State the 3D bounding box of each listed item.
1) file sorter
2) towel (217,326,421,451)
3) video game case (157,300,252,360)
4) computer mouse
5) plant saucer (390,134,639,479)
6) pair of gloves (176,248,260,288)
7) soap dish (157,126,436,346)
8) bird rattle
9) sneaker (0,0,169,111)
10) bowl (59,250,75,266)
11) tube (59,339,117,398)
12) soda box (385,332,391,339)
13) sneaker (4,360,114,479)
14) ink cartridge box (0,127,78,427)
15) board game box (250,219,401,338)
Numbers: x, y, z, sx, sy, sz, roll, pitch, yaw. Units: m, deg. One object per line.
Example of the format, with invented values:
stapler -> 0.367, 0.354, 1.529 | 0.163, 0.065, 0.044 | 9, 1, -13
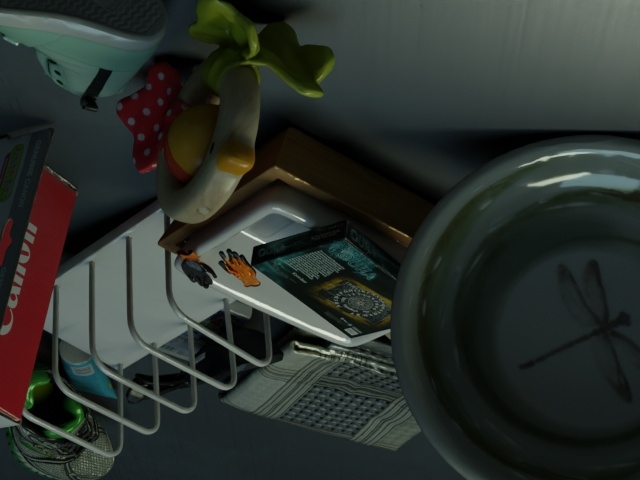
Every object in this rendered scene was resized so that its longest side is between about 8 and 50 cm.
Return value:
file sorter -> -0.216, 0.115, 1.649 | 0.278, 0.173, 0.193 | -32, 134, 25
towel -> 0.052, 0.217, 1.935 | 0.312, 0.056, 0.324 | 20, 146, -19
video game case -> -0.222, 0.096, 1.828 | 0.201, 0.023, 0.183 | 23, 146, -22
computer mouse -> -0.169, 0.166, 1.822 | 0.184, 0.060, 0.262 | -13, 175, -23
plant saucer -> 0.273, 0.093, 1.364 | 0.401, 0.400, 0.100 | 2, 160, 10
pair of gloves -> -0.112, 0.032, 1.478 | 0.083, 0.010, 0.074 | -1, 148, 18
soap dish -> 0.000, 0.000, 1.525 | 0.291, 0.118, 0.229 | 27, 144, -28
bird rattle -> -0.118, -0.114, 1.282 | 0.143, 0.206, 0.253 | 26, 140, -32
sneaker -> -0.285, -0.203, 1.277 | 0.256, 0.094, 0.151 | 18, 151, -14
bowl -> -0.361, 0.050, 1.752 | 0.142, 0.053, 0.142 | 22, 147, -23
tube -> -0.348, 0.194, 1.997 | 0.080, 0.052, 0.207 | 20, 156, 5
soda box -> 0.137, 0.116, 1.744 | 0.061, 0.058, 0.181 | -13, 144, 31
sneaker -> -0.403, 0.282, 2.024 | 0.146, 0.134, 0.343 | 21, 160, 33
ink cartridge box -> -0.391, 0.053, 1.514 | 0.272, 0.309, 0.130 | -13, 144, 31
board game box -> 0.031, 0.045, 1.452 | 0.126, 0.026, 0.186 | -16, 142, 33
